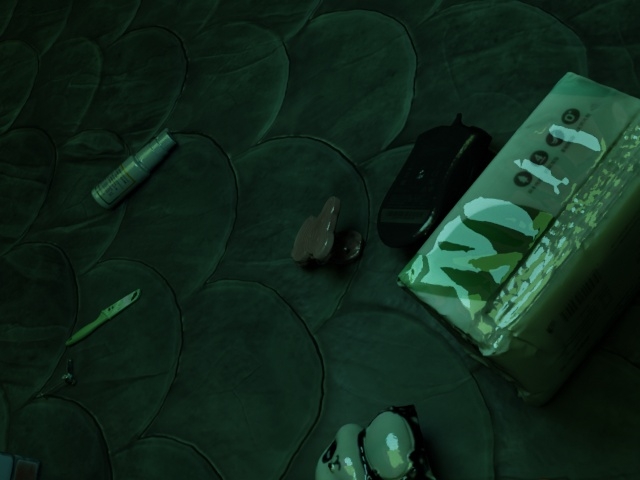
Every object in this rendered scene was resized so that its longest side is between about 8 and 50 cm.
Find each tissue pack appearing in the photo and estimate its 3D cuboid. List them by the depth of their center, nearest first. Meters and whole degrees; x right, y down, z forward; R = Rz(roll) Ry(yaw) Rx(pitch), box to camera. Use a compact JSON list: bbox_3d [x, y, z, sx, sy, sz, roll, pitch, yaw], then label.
[{"bbox_3d":[0.303,0.010,0.940,0.356,0.266,0.194,-51,50,-2],"label":"tissue pack"}]

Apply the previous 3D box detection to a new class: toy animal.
[{"bbox_3d":[0.078,0.327,0.990,0.179,0.138,0.166,-24,38,13],"label":"toy animal"}]

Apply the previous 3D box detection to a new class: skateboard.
[{"bbox_3d":[-0.541,0.285,1.475,0.083,0.032,0.064,-33,42,10],"label":"skateboard"}]

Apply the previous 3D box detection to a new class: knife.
[{"bbox_3d":[-0.452,0.161,1.495,0.207,0.014,0.030,-34,52,10],"label":"knife"}]

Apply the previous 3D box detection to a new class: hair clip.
[{"bbox_3d":[-0.006,-0.005,1.249,0.138,0.102,0.123,1,63,33],"label":"hair clip"}]

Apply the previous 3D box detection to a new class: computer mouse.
[{"bbox_3d":[0.190,-0.089,1.182,0.147,0.088,0.264,12,72,53],"label":"computer mouse"}]

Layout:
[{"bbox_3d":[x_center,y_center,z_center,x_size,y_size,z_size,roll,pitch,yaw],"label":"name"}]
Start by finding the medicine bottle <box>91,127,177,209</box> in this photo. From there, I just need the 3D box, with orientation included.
[{"bbox_3d":[-0.418,-0.166,1.628,0.220,0.061,0.092,-40,32,6],"label":"medicine bottle"}]

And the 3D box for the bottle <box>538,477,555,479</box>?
[{"bbox_3d":[0.272,0.388,0.880,0.069,0.069,0.187,0,64,32],"label":"bottle"}]

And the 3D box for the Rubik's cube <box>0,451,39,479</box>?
[{"bbox_3d":[-0.707,0.518,1.302,0.256,0.253,0.259,-16,56,25],"label":"Rubik's cube"}]
